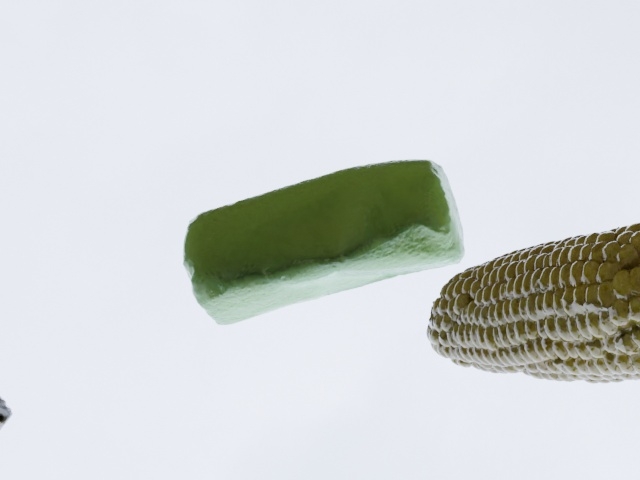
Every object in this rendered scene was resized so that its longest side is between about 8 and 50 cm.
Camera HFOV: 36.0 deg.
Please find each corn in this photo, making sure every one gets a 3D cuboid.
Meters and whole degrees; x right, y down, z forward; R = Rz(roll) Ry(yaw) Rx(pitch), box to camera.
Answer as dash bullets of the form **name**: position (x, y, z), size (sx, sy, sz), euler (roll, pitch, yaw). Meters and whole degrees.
- **corn**: position (0.217, 0.059, 0.853), size (0.130, 0.130, 0.347), euler (-37, -168, -28)

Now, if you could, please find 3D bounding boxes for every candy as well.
- **candy**: position (0.000, 0.000, 1.211), size (0.343, 0.132, 0.142), euler (-14, -130, 9)

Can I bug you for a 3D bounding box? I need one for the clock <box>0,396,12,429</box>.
- **clock**: position (-0.306, 0.070, 0.632), size (0.147, 0.192, 0.071), euler (27, -108, 39)
